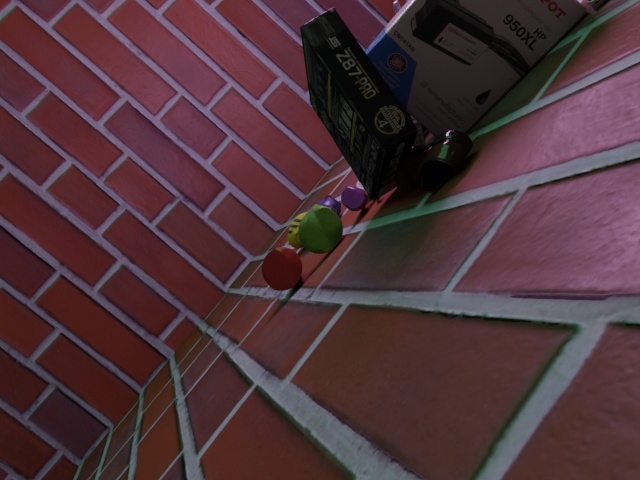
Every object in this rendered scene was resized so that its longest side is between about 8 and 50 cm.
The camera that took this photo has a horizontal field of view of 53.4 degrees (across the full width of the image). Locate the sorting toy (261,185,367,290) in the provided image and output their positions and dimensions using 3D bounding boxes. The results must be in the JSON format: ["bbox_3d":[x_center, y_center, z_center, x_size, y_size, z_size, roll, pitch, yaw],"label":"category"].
[{"bbox_3d":[0.000,0.000,1.775,0.365,0.127,0.126,-45,-21,6],"label":"sorting toy"}]

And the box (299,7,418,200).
[{"bbox_3d":[0.079,-0.284,1.443,0.097,0.318,0.395,-33,-11,-4],"label":"box"}]

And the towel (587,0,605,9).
[{"bbox_3d":[0.598,-0.543,1.257,0.144,0.029,0.197,-40,12,44],"label":"towel"}]

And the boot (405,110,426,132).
[{"bbox_3d":[0.238,-0.463,1.817,0.096,0.280,0.264,-6,36,53],"label":"boot"}]

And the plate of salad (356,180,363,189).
[{"bbox_3d":[0.185,-0.208,1.824,0.200,0.048,0.200,-38,18,15],"label":"plate of salad"}]

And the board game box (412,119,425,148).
[{"bbox_3d":[0.225,-0.208,1.434,0.026,0.103,0.154,-13,18,12],"label":"board game box"}]

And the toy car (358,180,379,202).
[{"bbox_3d":[0.128,-0.139,1.704,0.122,0.060,0.040,-90,9,-57],"label":"toy car"}]

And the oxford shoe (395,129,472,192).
[{"bbox_3d":[0.208,-0.139,1.290,0.096,0.083,0.227,-62,10,-25],"label":"oxford shoe"}]

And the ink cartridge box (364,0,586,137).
[{"bbox_3d":[0.319,-0.450,1.390,0.395,0.285,0.166,-46,10,23],"label":"ink cartridge box"}]

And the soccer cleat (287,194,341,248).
[{"bbox_3d":[-0.037,-0.041,2.067,0.289,0.093,0.121,-41,19,47],"label":"soccer cleat"}]

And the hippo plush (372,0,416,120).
[{"bbox_3d":[0.298,-0.463,1.704,0.236,0.294,0.234,-36,-16,-51],"label":"hippo plush"}]
